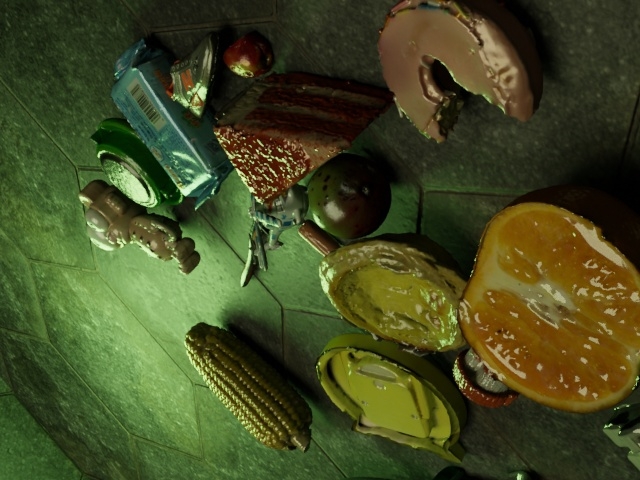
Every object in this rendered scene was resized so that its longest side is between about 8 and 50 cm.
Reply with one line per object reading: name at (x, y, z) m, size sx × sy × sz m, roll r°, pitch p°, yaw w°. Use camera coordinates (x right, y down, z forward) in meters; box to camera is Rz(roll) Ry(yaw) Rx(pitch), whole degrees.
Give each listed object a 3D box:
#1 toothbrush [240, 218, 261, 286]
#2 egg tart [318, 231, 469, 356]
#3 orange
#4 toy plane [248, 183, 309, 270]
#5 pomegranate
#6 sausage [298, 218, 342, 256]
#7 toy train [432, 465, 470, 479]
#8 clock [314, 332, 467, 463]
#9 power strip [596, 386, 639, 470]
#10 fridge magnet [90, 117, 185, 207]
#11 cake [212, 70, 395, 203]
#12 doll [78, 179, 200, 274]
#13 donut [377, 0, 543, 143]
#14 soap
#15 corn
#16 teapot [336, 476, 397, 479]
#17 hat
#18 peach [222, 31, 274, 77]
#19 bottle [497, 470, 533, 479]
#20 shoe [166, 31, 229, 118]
toothbrush at (-0.116, -0.004, 2.132) m, size 0.031 × 0.023 × 0.321 m, roll 44°, pitch 148°, yaw 14°
egg tart at (0.131, 0.074, 1.817) m, size 0.279 × 0.095 × 0.279 m, roll 18°, pitch 148°, yaw 12°
orange at (0.306, 0.079, 1.490) m, size 0.274 × 0.274 × 0.310 m, roll 29°, pitch 109°, yaw 29°
toy plane at (-0.066, -0.021, 1.954) m, size 0.273 × 0.107 × 0.182 m, roll 92°, pitch 167°, yaw -52°
pomegranate at (0.043, -0.058, 1.789) m, size 0.129 × 0.129 × 0.159 m, roll 40°, pitch 166°, yaw 14°
sausage at (0.000, 0.000, 1.980) m, size 0.083 × 0.034 × 0.034 m, roll 41°, pitch 148°, yaw 12°
toy train at (0.276, 0.472, 2.101) m, size 0.170 × 0.071 × 0.111 m, roll 8°, pitch 125°, yaw 56°
clock at (0.128, 0.259, 2.064) m, size 0.277 × 0.071 × 0.293 m, roll 16°, pitch 145°, yaw 26°
power strip at (0.495, 0.287, 1.624) m, size 0.257 × 0.092 × 0.251 m, roll 48°, pitch 145°, yaw -5°
fridge magnet at (-0.334, -0.139, 2.187) m, size 0.208 × 0.088 × 0.208 m, roll 33°, pitch 155°, yaw 17°
cake at (-0.006, -0.133, 1.732) m, size 0.262 × 0.158 × 0.159 m, roll 16°, pitch 139°, yaw 41°
doll at (-0.358, -0.026, 2.319) m, size 0.278 × 0.119 × 0.154 m, roll 23°, pitch 152°, yaw 33°
donut at (0.169, -0.230, 1.479) m, size 0.233 × 0.085 × 0.199 m, roll -7°, pitch 119°, yaw 54°
soap at (-0.253, -0.203, 2.036) m, size 0.293 × 0.077 × 0.156 m, roll 54°, pitch 149°, yaw -6°
corn at (-0.142, 0.295, 2.382) m, size 0.347 × 0.130 × 0.130 m, roll 42°, pitch 148°, yaw 19°
teapot at (0.114, 0.587, 2.330) m, size 0.315 × 0.233 × 0.312 m, roll 32°, pitch 164°, yaw -28°
hat at (0.274, 0.175, 1.802) m, size 0.112 × 0.093 × 0.162 m, roll 32°, pitch 127°, yaw 10°
peach at (-0.117, -0.281, 1.815) m, size 0.083 × 0.050 × 0.077 m, roll 24°, pitch 140°, yaw 41°
bottle at (0.402, 0.546, 2.010) m, size 0.330 × 0.093 × 0.093 m, roll 55°, pitch 148°, yaw -9°
shoe at (-0.200, -0.270, 1.885) m, size 0.077 × 0.074 × 0.194 m, roll 24°, pitch 150°, yaw -2°
